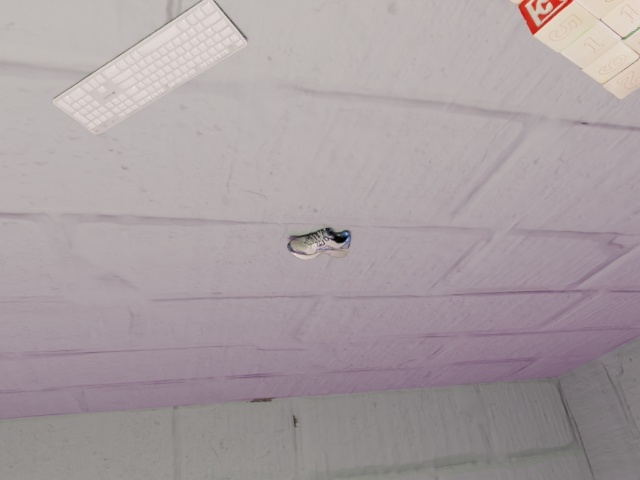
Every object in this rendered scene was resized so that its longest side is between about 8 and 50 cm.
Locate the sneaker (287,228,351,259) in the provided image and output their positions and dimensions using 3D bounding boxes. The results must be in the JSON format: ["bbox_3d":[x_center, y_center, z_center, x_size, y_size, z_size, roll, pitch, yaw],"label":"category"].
[{"bbox_3d":[0.000,0.000,1.055,0.135,0.052,0.058,-4,141,-24],"label":"sneaker"}]

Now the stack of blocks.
[{"bbox_3d":[0.220,-0.272,0.506,0.297,0.171,0.087,14,143,-35],"label":"stack of blocks"}]

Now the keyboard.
[{"bbox_3d":[-0.213,-0.206,0.656,0.256,0.014,0.072,-22,148,21],"label":"keyboard"}]
